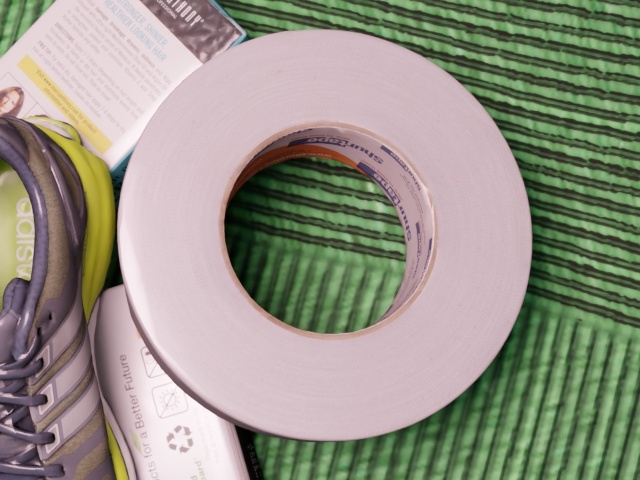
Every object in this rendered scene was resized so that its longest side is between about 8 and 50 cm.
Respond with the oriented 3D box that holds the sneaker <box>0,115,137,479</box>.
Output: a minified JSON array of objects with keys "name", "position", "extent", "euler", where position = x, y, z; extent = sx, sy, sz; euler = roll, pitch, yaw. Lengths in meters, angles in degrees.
[{"name":"sneaker","position":[-0.166,0.074,0.642],"extent":[0.111,0.121,0.299],"euler":[-8,84,7]}]

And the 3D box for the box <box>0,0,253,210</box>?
[{"name":"box","position":[-0.155,-0.064,0.747],"extent":[0.244,0.060,0.100],"euler":[-45,80,4]}]

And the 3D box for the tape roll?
[{"name":"tape roll","position":[0.000,0.000,0.676],"extent":[0.219,0.072,0.219],"euler":[1,79,-8]}]

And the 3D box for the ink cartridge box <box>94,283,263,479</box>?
[{"name":"ink cartridge box","position":[-0.222,0.151,0.733],"extent":[0.371,0.069,0.175],"euler":[-17,83,3]}]
